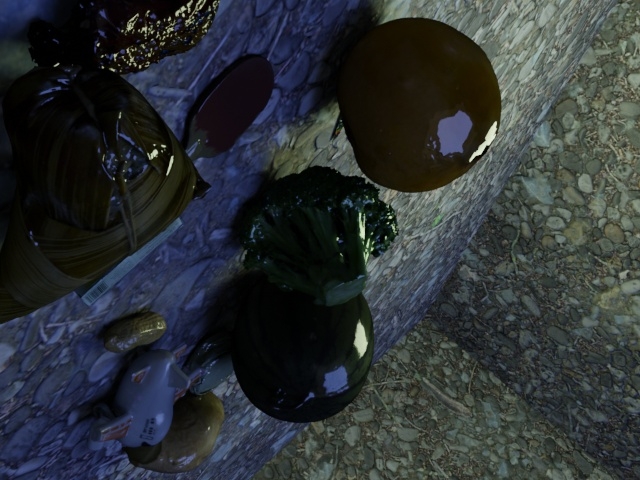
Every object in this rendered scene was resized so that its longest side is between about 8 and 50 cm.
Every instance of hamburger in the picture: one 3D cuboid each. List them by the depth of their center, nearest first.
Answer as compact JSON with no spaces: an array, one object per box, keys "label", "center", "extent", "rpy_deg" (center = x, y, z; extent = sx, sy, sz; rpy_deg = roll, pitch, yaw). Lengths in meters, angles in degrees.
[{"label":"hamburger","center":[-0.214,0.244,1.386],"extent":[0.140,0.062,0.133],"rpy_deg":[-53,160,16]}]

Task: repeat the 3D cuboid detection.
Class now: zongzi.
[{"label":"zongzi","center":[-0.257,-0.020,0.640],"extent":[0.288,0.134,0.286],"rpy_deg":[-40,173,-5]}]

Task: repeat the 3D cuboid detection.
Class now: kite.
[{"label":"kite","center":[0.054,-0.223,1.193],"extent":[0.122,0.004,0.090],"rpy_deg":[-51,162,4]}]

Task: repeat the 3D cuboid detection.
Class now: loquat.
[{"label":"loquat","center":[0.141,-0.207,1.044],"extent":[0.263,0.263,0.263],"rpy_deg":[-43,160,-20]}]

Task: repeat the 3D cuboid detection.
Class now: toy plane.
[{"label":"toy plane","center":[-0.294,0.278,1.180],"extent":[0.245,0.117,0.244],"rpy_deg":[-45,161,-20]}]

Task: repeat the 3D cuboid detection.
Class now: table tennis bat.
[{"label":"table tennis bat","center":[-0.141,-0.142,0.882],"extent":[0.234,0.022,0.131],"rpy_deg":[-49,162,-9]}]

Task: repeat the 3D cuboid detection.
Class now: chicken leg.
[{"label":"chicken leg","center":[-0.165,-0.209,0.634],"extent":[0.234,0.063,0.105],"rpy_deg":[-35,161,-43]}]

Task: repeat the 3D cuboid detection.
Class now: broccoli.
[{"label":"broccoli","center":[0.000,0.000,1.138],"extent":[0.269,0.241,0.261],"rpy_deg":[-21,145,-8]}]

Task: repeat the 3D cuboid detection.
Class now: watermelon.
[{"label":"watermelon","center":[-0.034,0.196,1.310],"extent":[0.279,0.279,0.359],"rpy_deg":[-60,-166,28]}]

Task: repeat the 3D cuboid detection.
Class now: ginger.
[{"label":"ginger","center":[-0.277,0.380,1.369],"extent":[0.138,0.152,0.267],"rpy_deg":[-52,168,16]}]

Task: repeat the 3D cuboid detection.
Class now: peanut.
[{"label":"peanut","center":[-0.285,0.141,1.047],"extent":[0.113,0.054,0.054],"rpy_deg":[-16,142,-55]}]

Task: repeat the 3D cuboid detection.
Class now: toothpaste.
[{"label":"toothpaste","center":[-0.252,0.013,0.877],"extent":[0.164,0.046,0.034],"rpy_deg":[-44,159,-17]}]
